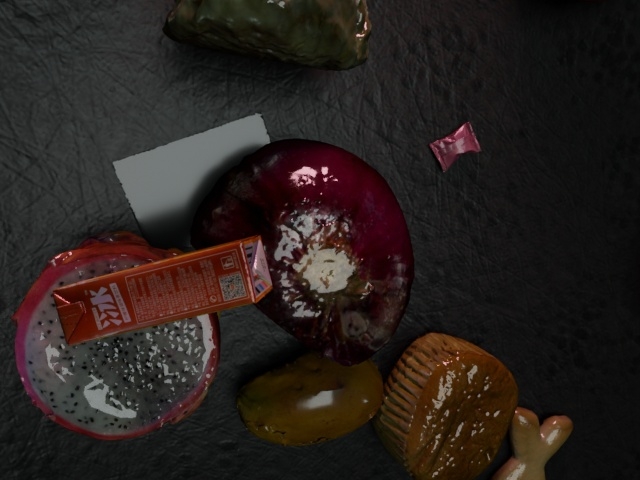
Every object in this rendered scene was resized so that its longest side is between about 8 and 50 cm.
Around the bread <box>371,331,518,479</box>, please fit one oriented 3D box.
[{"bbox_3d":[0.222,0.301,0.981,0.228,0.142,0.253,26,88,-26],"label":"bread"}]

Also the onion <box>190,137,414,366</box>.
[{"bbox_3d":[0.000,0.000,0.806,0.337,0.282,0.260,39,85,-7],"label":"onion"}]

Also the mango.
[{"bbox_3d":[-0.015,0.255,0.912,0.249,0.151,0.155,-9,69,-9],"label":"mango"}]

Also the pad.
[{"bbox_3d":[-0.180,-0.086,0.875,0.246,0.006,0.170,-22,103,-12],"label":"pad"}]

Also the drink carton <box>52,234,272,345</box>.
[{"bbox_3d":[-0.175,0.055,0.629,0.223,0.096,0.070,-13,93,8],"label":"drink carton"}]

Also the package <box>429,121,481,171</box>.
[{"bbox_3d":[0.242,-0.166,0.979,0.083,0.029,0.059,-29,101,-2],"label":"package"}]

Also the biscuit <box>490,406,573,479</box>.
[{"bbox_3d":[0.421,0.446,1.108,0.165,0.047,0.207,16,93,-17],"label":"biscuit"}]

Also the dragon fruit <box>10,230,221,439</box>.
[{"bbox_3d":[-0.281,0.129,0.791,0.291,0.189,0.290,-1,94,-8],"label":"dragon fruit"}]

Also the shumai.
[{"bbox_3d":[-0.063,-0.382,0.704,0.292,0.330,0.288,13,106,7],"label":"shumai"}]
